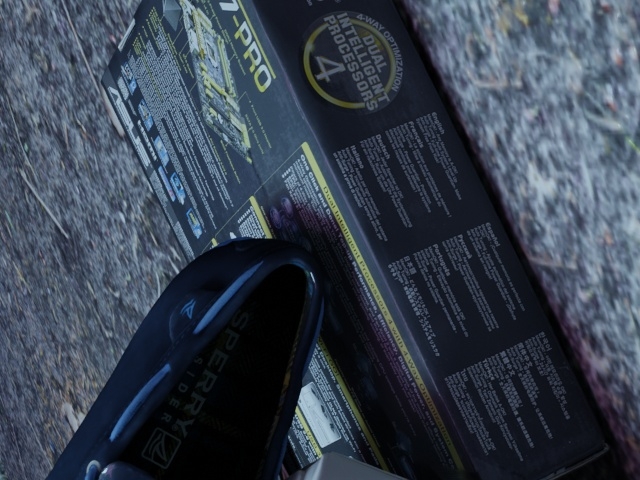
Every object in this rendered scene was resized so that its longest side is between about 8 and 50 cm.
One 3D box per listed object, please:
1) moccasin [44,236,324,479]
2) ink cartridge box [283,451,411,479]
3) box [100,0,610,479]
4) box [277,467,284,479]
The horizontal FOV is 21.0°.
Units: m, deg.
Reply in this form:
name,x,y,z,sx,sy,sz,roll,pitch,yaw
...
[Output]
name,x,y,z,sx,sy,sz,roll,pitch,yaw
moccasin,-0.097,0.145,0.962,0.117,0.138,0.342,-18,52,66
ink cartridge box,0.059,0.248,0.974,0.233,0.171,0.168,23,158,-8
box,0.000,0.000,1.120,0.395,0.097,0.318,64,160,8
box,-0.073,0.269,1.307,0.295,0.073,0.293,160,98,-72
